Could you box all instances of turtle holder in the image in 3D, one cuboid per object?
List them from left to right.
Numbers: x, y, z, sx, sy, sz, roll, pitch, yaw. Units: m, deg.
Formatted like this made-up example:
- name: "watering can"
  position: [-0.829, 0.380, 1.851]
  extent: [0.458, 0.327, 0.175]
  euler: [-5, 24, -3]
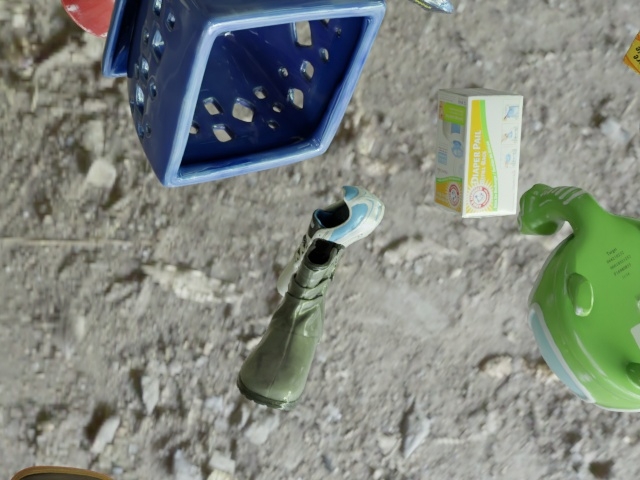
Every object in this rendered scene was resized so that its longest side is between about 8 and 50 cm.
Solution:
- name: "turtle holder"
  position: [0.375, 0.088, 1.538]
  extent: [0.320, 0.227, 0.243]
  euler: [35, 68, -4]

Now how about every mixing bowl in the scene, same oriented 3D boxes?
- name: "mixing bowl"
  position: [-0.306, -0.407, 1.760]
  extent: [0.181, 0.098, 0.181]
  euler: [-2, 93, -41]

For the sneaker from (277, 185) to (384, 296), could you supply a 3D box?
- name: "sneaker"
  position: [0.000, 0.000, 1.756]
  extent: [0.086, 0.237, 0.085]
  euler: [31, 33, -21]

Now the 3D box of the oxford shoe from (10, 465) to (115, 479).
- name: "oxford shoe"
  position: [-0.248, 0.349, 1.357]
  extent: [0.271, 0.098, 0.097]
  euler: [26, 90, -12]

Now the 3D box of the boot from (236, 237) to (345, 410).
- name: "boot"
  position: [-0.032, 0.091, 1.391]
  extent: [0.083, 0.161, 0.246]
  euler: [18, 22, 3]

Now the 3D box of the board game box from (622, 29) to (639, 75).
- name: "board game box"
  position: [0.704, -0.313, 1.502]
  extent: [0.356, 0.356, 0.356]
  euler: [-25, 59, -38]

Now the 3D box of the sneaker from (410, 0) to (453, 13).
- name: "sneaker"
  position: [0.208, -0.467, 2.137]
  extent: [0.144, 0.053, 0.059]
  euler: [19, 84, -50]

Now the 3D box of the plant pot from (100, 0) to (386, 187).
- name: "plant pot"
  position: [-0.103, -0.225, 1.258]
  extent: [0.236, 0.236, 0.212]
  euler: [-16, 56, -35]

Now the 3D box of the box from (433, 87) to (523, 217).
- name: "box"
  position: [0.262, -0.147, 1.899]
  extent: [0.103, 0.114, 0.203]
  euler: [-4, 105, -20]
